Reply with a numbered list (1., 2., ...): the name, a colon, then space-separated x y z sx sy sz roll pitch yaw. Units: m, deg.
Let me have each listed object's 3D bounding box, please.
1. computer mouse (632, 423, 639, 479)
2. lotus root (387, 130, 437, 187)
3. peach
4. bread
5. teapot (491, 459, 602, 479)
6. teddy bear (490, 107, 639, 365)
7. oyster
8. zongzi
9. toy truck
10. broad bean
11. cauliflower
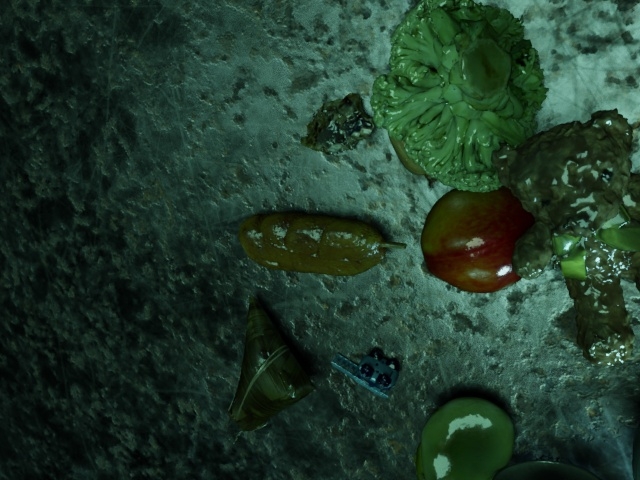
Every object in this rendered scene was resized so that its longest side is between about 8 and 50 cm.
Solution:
1. computer mouse: 0.569 0.272 0.784 0.122 0.188 0.371 28 114 23
2. lotus root: 0.165 -0.163 0.905 0.073 0.062 0.150 -33 90 35
3. peach: 0.269 -0.007 0.838 0.197 0.197 0.197 6 107 22
4. bread: 0.000 0.002 1.014 0.344 0.084 0.124 3 127 23
5. teapot: 0.434 0.586 0.907 0.300 0.253 0.344 -11 100 -13
6. teddy bear: 0.363 0.004 0.664 0.246 0.222 0.296 -24 67 37
7. oyster: 0.022 -0.205 0.964 0.148 0.051 0.103 -32 83 38
8. zongzi: -0.154 0.283 1.161 0.247 0.111 0.241 -44 67 33
9. toy truck: 0.091 0.258 1.060 0.136 0.063 0.074 30 134 17
10. broad bean: 0.269 0.396 1.002 0.169 0.100 0.228 43 105 -2
11. cauliflower: 0.213 -0.229 0.753 0.275 0.250 0.272 35 92 5
